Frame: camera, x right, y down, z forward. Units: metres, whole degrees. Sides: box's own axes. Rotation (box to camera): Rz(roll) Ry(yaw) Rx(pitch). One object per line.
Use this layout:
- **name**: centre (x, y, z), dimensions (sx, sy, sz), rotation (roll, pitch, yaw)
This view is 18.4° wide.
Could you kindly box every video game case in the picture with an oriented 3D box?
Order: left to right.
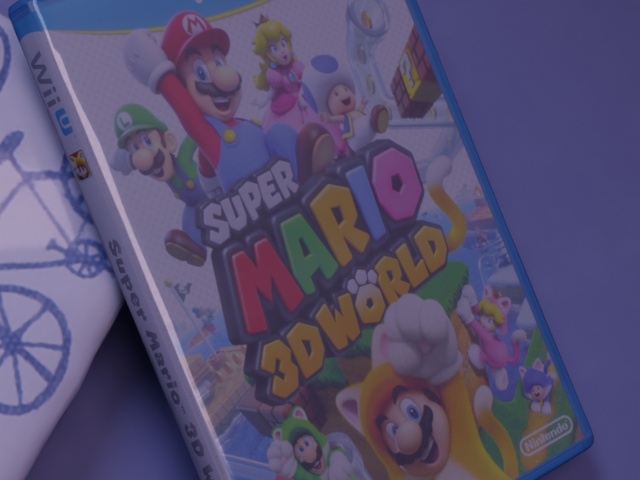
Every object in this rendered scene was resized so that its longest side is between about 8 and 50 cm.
- **video game case**: centre (0.000, 0.000, 0.517), dimensions (0.119, 0.015, 0.166), rotation (-24, 92, -37)

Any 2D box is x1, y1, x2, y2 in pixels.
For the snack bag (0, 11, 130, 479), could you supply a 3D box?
- **snack bag**: centre (-0.233, 0.011, 0.419), dimensions (0.342, 0.037, 0.323), rotation (34, 63, -10)
